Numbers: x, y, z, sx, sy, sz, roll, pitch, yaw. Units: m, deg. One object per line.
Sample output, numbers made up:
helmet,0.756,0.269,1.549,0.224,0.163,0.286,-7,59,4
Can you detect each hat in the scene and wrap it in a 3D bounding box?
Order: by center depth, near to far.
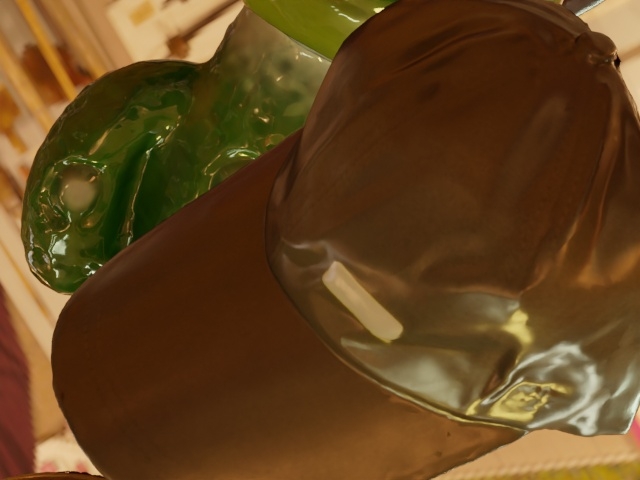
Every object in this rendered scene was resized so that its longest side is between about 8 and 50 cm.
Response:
hat,0.000,0.000,0.434,0.173,0.166,0.144,-17,147,-18

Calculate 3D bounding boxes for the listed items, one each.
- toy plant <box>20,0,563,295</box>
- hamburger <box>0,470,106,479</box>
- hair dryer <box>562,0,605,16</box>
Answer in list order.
toy plant,-0.011,-0.070,0.717,0.316,0.224,0.184,-59,-158,27
hamburger,-0.145,0.220,0.769,0.175,0.175,0.137,-53,160,-71
hair dryer,0.230,-0.176,0.935,0.340,0.123,0.312,-34,-129,8
